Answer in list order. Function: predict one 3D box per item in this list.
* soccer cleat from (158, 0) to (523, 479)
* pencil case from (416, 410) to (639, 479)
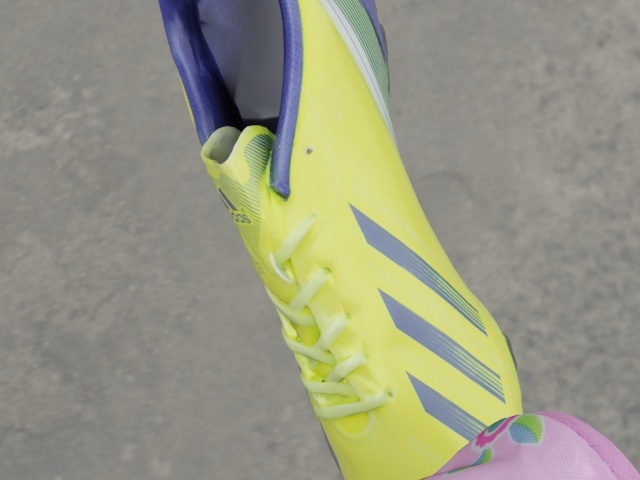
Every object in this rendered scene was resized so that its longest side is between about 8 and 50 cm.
[{"bbox_3d":[-0.001,0.000,0.657,0.121,0.093,0.289,-11,82,-59],"label":"soccer cleat"},{"bbox_3d":[-0.007,0.167,0.521,0.284,0.124,0.124,-32,99,-19],"label":"pencil case"}]
